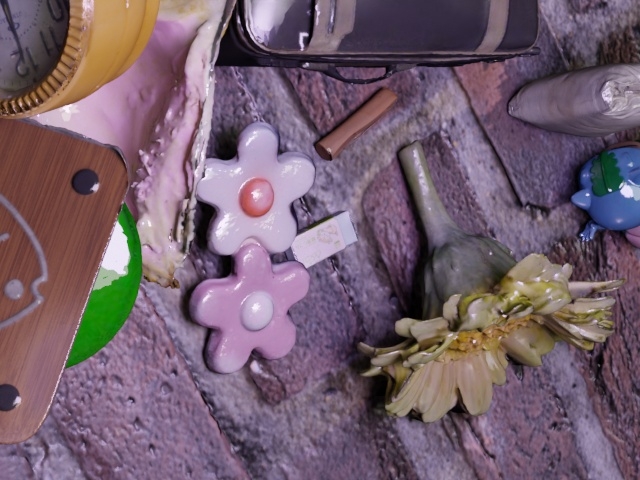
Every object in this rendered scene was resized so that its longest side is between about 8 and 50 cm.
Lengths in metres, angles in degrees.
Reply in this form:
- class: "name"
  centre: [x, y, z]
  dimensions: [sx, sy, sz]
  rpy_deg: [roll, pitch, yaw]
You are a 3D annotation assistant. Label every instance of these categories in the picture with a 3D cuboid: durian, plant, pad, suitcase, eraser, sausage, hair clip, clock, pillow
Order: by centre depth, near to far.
- class: "clock"
  centre: [-0.263, -0.270, 1.713]
  dimensions: [0.200, 0.244, 0.317]
  rpy_deg: [-21, 94, -51]
- class: "pad"
  centre: [-0.337, 0.013, 1.724]
  dimensions: [0.284, 0.018, 0.286]
  rpy_deg: [17, 78, 4]
- class: "durian"
  centre: [-0.192, -0.133, 1.843]
  dimensions: [0.196, 0.185, 0.305]
  rpy_deg: [11, 110, -2]
- class: "hair clip"
  centre: [-0.072, 0.008, 1.980]
  dimensions: [0.146, 0.075, 0.257]
  rpy_deg: [-5, 97, -39]
- class: "suitcase"
  centre: [0.047, -0.301, 1.988]
  dimensions: [0.434, 0.194, 0.283]
  rpy_deg: [-3, 91, -33]
- class: "eraser"
  centre: [0.000, 0.000, 2.056]
  dimensions: [0.083, 0.019, 0.038]
  rpy_deg: [-27, 103, -32]
- class: "sausage"
  centre: [0.040, -0.126, 2.081]
  dimensions: [0.116, 0.026, 0.026]
  rpy_deg: [-42, 112, -28]
- class: "plant"
  centre: [0.143, 0.075, 2.087]
  dimensions: [0.261, 0.297, 0.306]
  rpy_deg: [-57, 166, 5]
- class: "pillow"
  centre: [0.313, -0.157, 2.176]
  dimensions: [0.134, 0.181, 0.078]
  rpy_deg: [-4, 89, -35]

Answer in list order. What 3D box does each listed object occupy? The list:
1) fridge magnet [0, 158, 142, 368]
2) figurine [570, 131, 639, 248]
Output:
- class: "fridge magnet"
  centre: [-0.266, 0.019, 1.785]
  dimensions: [0.208, 0.088, 0.208]
  rpy_deg: [0, 94, 2]
- class: "figurine"
  centre: [0.367, -0.059, 2.270]
  dimensions: [0.178, 0.114, 0.144]
  rpy_deg: [41, 49, -39]
